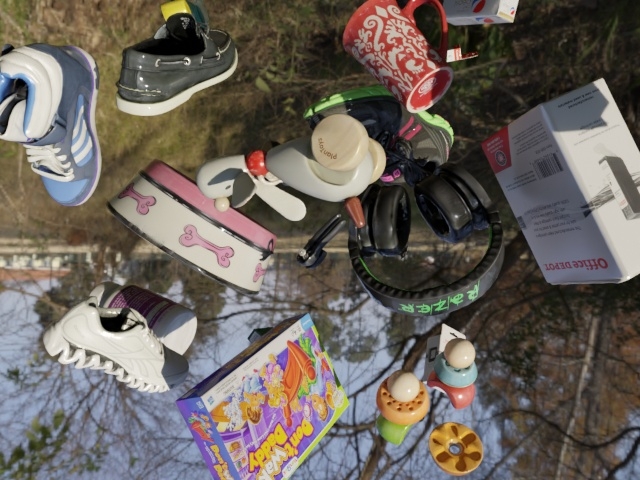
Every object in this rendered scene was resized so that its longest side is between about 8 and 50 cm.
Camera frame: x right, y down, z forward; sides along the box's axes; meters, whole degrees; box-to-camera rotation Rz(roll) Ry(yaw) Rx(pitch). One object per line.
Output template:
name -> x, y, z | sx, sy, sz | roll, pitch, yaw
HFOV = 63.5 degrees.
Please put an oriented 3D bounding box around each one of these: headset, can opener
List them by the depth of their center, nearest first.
headset -> 0.174, -0.035, 0.906 | 0.244, 0.394, 0.185 | -14, 139, 12
can opener -> 0.000, 0.000, 1.410 | 0.059, 0.186, 0.073 | 46, -157, 26

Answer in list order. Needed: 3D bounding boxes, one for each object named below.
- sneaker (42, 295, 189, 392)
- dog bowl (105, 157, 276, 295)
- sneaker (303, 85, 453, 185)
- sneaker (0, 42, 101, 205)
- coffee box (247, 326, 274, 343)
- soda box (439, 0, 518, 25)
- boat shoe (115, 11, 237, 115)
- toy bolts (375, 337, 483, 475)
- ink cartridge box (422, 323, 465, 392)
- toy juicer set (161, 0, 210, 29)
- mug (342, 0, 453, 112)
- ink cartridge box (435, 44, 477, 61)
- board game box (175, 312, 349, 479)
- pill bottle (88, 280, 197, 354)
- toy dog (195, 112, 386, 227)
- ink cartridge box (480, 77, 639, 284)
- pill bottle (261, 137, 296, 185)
sneaker -> -0.350, 0.197, 0.965 | 0.292, 0.118, 0.110 | 36, -172, -43
dog bowl -> -0.281, -0.041, 1.219 | 0.408, 0.150, 0.408 | 33, 178, 1
sneaker -> 0.172, -0.247, 1.298 | 0.483, 0.202, 0.185 | 9, 169, -37
sneaker -> -0.494, -0.177, 0.901 | 0.130, 0.322, 0.236 | 18, -154, 1
coffee box -> -0.101, 0.306, 1.393 | 0.184, 0.040, 0.113 | 37, -172, 21
soda box -> 0.446, -0.658, 1.466 | 0.074, 0.069, 0.216 | 2, -165, -35
boat shoe -> -0.241, -0.334, 0.899 | 0.127, 0.113, 0.340 | 19, -140, 14
toy bolts -> 0.244, 0.302, 1.000 | 0.218, 0.158, 0.228 | 30, -129, 32
ink cartridge box -> 0.373, 0.354, 1.547 | 0.104, 0.180, 0.060 | 30, 145, -21
toy juicer set -> -0.396, -0.668, 1.496 | 0.090, 0.209, 0.329 | -18, 180, 7
mug -> 0.136, -0.309, 0.829 | 0.113, 0.169, 0.150 | -10, 147, -44
ink cartridge box -> 0.323, -0.459, 1.265 | 0.115, 0.029, 0.063 | -6, -153, 17
board game box -> -0.095, 0.326, 1.039 | 0.078, 0.233, 0.347 | -21, -174, 35
pill bottle -> -0.530, 0.226, 1.517 | 0.302, 0.169, 0.169 | 20, -175, 20
toy dog -> -0.041, -0.084, 0.847 | 0.334, 0.160, 0.220 | -12, 170, 44
ink cartridge box -> 0.394, -0.078, 0.808 | 0.114, 0.272, 0.197 | -24, 178, -10
pill bottle -> -0.039, -0.196, 1.329 | 0.219, 0.122, 0.123 | 3, -179, -27
